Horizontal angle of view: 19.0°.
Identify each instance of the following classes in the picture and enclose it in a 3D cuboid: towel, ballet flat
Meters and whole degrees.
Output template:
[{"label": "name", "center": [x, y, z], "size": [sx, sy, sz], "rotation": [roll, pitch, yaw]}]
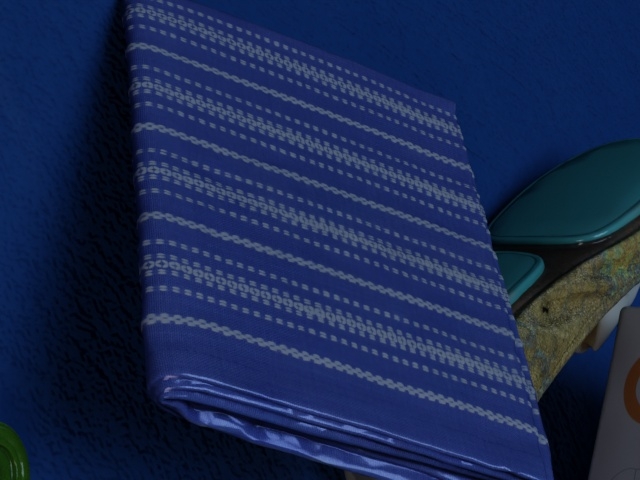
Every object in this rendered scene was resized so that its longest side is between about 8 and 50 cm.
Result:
[{"label": "towel", "center": [0.000, 0.000, 1.077], "size": [0.243, 0.040, 0.336], "rotation": [19, 37, -25]}, {"label": "ballet flat", "center": [0.145, 0.042, 1.266], "size": [0.348, 0.123, 0.123], "rotation": [-37, 100, -47]}]

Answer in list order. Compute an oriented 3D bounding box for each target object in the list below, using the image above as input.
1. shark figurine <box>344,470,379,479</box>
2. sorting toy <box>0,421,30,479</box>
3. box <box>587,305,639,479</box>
[{"label": "shark figurine", "center": [0.053, 0.167, 1.109], "size": [0.166, 0.116, 0.278], "rotation": [-16, 87, -49]}, {"label": "sorting toy", "center": [-0.187, 0.126, 0.942], "size": [0.061, 0.042, 0.102], "rotation": [69, 28, -21]}, {"label": "box", "center": [0.284, 0.227, 1.180], "size": [0.168, 0.215, 0.345], "rotation": [23, 75, -37]}]
